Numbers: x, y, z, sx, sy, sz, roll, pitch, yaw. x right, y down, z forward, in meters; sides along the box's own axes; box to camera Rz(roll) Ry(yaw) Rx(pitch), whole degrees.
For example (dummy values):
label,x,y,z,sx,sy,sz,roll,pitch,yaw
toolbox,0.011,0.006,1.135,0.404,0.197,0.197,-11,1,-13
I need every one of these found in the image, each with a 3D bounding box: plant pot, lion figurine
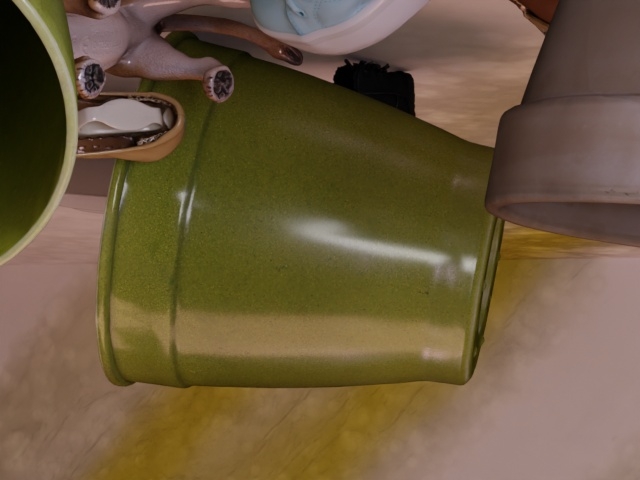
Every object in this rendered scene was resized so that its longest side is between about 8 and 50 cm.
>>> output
label,x,y,z,sx,sy,sz,roll,pitch,yaw
plant pot,0.000,0.000,1.833,0.353,0.366,0.366,11,174,8
plant pot,-0.286,-0.154,1.255,0.275,0.274,0.293,3,-148,-1
plant pot,0.281,-0.135,1.150,0.323,0.280,0.323,8,177,0
lion figurine,-0.217,-0.184,1.612,0.240,0.142,0.392,6,180,37

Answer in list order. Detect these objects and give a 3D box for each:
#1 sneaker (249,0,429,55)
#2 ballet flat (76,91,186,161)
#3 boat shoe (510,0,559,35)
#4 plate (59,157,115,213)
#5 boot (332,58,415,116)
label,x,y,z,sx,sy,sz,roll,pitch,yaw
sneaker,0.026,-0.232,1.235,0.150,0.135,0.366,16,158,-29
ballet flat,-0.230,-0.107,1.621,0.232,0.080,0.073,-5,170,-20
boat shoe,0.237,-0.186,1.458,0.324,0.119,0.123,9,170,-40
plate,-0.221,-0.089,2.151,0.277,0.045,0.278,6,-155,-21
boot,0.060,-0.133,1.963,0.045,0.121,0.099,-7,174,42
